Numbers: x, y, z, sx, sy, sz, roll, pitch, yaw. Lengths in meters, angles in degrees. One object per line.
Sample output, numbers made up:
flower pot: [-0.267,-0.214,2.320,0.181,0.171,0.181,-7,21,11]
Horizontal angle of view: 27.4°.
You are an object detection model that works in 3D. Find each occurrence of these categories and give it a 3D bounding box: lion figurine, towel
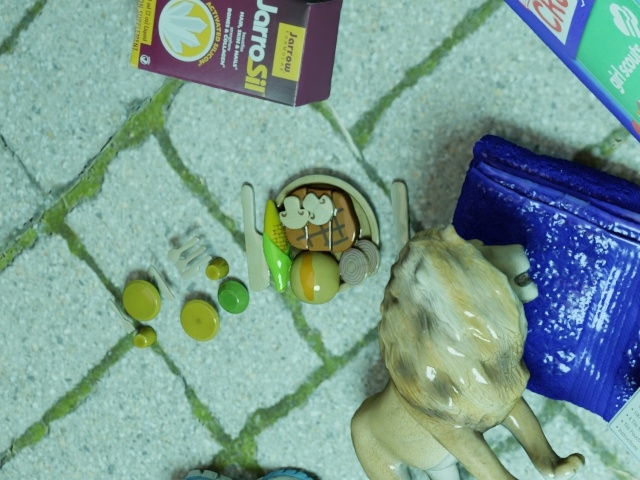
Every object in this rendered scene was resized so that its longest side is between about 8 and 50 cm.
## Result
lion figurine: [0.101,0.166,1.215,0.240,0.142,0.392,50,141,14]
towel: [0.249,0.054,1.193,0.308,0.076,0.227,22,110,19]

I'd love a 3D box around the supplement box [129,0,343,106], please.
supplement box: [-0.083,-0.203,1.285,0.188,0.081,0.104,16,109,21]

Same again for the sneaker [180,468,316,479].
sneaker: [-0.086,0.291,1.408,0.191,0.083,0.071,-6,98,25]

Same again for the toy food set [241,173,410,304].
toy food set: [0.000,0.000,1.319,0.192,0.038,0.132,-2,102,26]

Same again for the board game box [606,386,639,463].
board game box: [0.427,0.143,0.994,0.318,0.066,0.318,51,119,32]

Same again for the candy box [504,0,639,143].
candy box: [0.277,-0.181,1.011,0.122,0.268,0.317,-39,82,-6]

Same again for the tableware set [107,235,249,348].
tableware set: [-0.151,0.067,1.419,0.154,0.024,0.104,-35,90,27]
